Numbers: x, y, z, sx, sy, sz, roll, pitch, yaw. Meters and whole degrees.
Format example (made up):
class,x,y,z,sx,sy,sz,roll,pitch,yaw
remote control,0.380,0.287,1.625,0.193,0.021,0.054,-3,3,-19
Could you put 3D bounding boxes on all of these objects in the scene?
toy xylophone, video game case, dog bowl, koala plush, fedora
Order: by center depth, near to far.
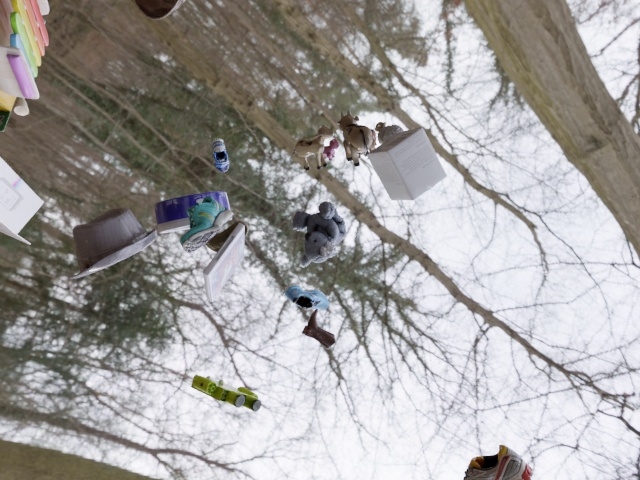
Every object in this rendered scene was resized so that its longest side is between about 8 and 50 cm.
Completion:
class,x,y,z,sx,sy,sz,roll,pitch,yaw
toy xylophone,-0.621,-0.415,1.085,0.236,0.081,0.323,110,-29,-61
fedora,-0.570,-0.006,1.386,0.275,0.124,0.243,-12,-161,45
video game case,-0.276,0.067,1.515,0.183,0.023,0.201,-58,173,-28
dog bowl,-0.460,-0.102,1.890,0.264,0.264,0.104,-10,-87,42
koala plush,0.000,0.000,2.055,0.196,0.203,0.221,-20,-140,33

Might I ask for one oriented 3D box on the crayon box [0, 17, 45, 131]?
class,x,y,z,sx,sy,sz,roll,pitch,yaw
crayon box,-0.798,-0.407,1.227,0.203,0.083,0.323,-1,-112,17

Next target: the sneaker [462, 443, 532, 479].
class,x,y,z,sx,sy,sz,roll,pitch,yaw
sneaker,0.346,0.522,1.147,0.225,0.088,0.093,-42,-97,20

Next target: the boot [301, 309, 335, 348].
class,x,y,z,sx,sy,sz,roll,pitch,yaw
boot,0.008,0.292,1.733,0.106,0.114,0.037,-61,176,-22

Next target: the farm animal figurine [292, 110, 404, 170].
class,x,y,z,sx,sy,sz,roll,pitch,yaw
farm animal figurine,0.092,-0.376,1.910,0.330,0.172,0.326,-25,-155,-23

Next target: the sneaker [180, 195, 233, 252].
class,x,y,z,sx,sy,sz,roll,pitch,yaw
sneaker,-0.357,-0.051,1.549,0.107,0.110,0.275,-39,-168,21

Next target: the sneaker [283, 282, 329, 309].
class,x,y,z,sx,sy,sz,roll,pitch,yaw
sneaker,-0.037,0.183,1.545,0.063,0.162,0.073,-57,-140,16

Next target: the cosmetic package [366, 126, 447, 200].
class,x,y,z,sx,sy,sz,roll,pitch,yaw
cosmetic package,0.277,-0.242,1.683,0.151,0.184,0.151,-34,-164,-15

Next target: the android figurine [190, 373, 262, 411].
class,x,y,z,sx,sy,sz,roll,pitch,yaw
android figurine,-0.332,0.518,1.798,0.272,0.248,0.056,9,-107,44

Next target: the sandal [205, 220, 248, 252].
class,x,y,z,sx,sy,sz,roll,pitch,yaw
sandal,-0.299,-0.014,1.705,0.180,0.072,0.049,-30,-162,28

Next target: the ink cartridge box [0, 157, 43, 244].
class,x,y,z,sx,sy,sz,roll,pitch,yaw
ink cartridge box,-0.486,-0.081,0.743,0.115,0.198,0.067,22,-116,14

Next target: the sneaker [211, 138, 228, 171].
class,x,y,z,sx,sy,sz,roll,pitch,yaw
sneaker,-0.346,-0.283,1.807,0.053,0.144,0.059,-18,-125,-10

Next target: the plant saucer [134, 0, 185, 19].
class,x,y,z,sx,sy,sz,roll,pitch,yaw
plant saucer,-0.322,-0.623,1.091,0.310,0.050,0.311,9,-77,47
